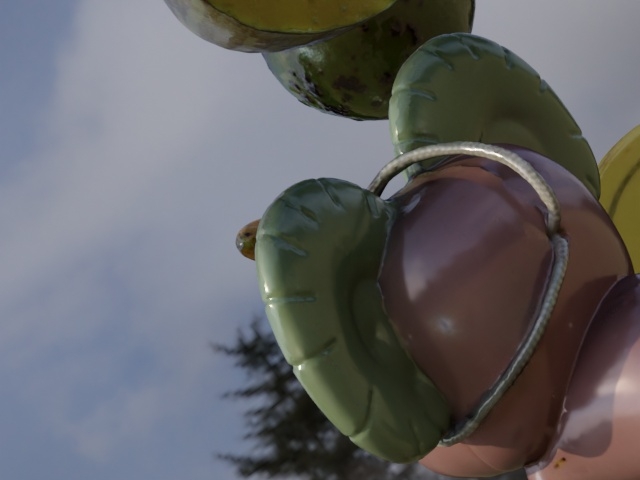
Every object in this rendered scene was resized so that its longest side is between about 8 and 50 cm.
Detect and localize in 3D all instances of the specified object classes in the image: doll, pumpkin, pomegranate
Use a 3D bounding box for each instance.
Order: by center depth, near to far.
[{"bbox_3d":[0.112,0.027,0.821,0.216,0.268,0.284,-30,16,47],"label":"doll"},{"bbox_3d":[-0.042,-0.211,0.958,0.217,0.217,0.110,-24,-11,-32],"label":"pumpkin"},{"bbox_3d":[0.073,-0.197,1.442,0.231,0.286,0.231,-48,4,4],"label":"pomegranate"}]

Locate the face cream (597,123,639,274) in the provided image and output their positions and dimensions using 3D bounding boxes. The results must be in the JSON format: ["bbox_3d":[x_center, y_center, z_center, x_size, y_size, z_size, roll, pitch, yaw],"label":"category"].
[{"bbox_3d":[0.309,0.008,1.163,0.218,0.218,0.179,-40,-10,7],"label":"face cream"}]

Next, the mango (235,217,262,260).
[{"bbox_3d":[0.000,0.000,1.678,0.190,0.075,0.098,-3,5,-2],"label":"mango"}]
